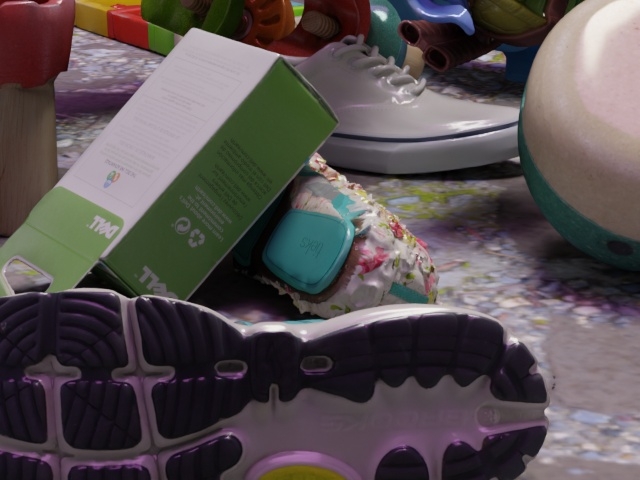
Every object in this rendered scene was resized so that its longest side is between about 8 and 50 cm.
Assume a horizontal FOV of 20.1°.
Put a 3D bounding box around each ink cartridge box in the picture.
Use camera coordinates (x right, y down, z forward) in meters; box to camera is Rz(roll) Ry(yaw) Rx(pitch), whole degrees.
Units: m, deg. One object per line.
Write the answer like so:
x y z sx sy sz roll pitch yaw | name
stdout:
-0.097 -0.021 1.040 0.209 0.062 0.109 -50 33 -10 | ink cartridge box

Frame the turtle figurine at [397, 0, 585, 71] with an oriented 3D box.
0.184 -0.213 1.188 0.197 0.275 0.266 -6 -28 42 | turtle figurine

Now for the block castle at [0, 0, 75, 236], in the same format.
-0.411 -0.104 1.139 0.453 0.213 0.303 -12 20 -34 | block castle

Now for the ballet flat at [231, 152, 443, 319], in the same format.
0.000 0.000 1.052 0.077 0.091 0.241 26 10 -26 | ballet flat

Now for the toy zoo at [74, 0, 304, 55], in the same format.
-0.132 -0.234 1.878 0.192 0.030 0.293 -11 20 -32 | toy zoo

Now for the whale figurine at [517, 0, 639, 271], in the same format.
0.252 -0.048 1.088 0.272 0.141 0.216 11 57 0 | whale figurine

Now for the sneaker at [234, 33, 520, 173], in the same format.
0.030 -0.105 1.340 0.258 0.091 0.094 4 17 16 | sneaker

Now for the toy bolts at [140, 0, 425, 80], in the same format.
-0.003 -0.218 1.577 0.228 0.218 0.158 32 8 35 | toy bolts

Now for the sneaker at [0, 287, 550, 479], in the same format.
-0.040 0.077 0.780 0.275 0.107 0.110 3 -3 -5 | sneaker

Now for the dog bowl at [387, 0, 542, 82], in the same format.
0.109 -0.232 1.624 0.297 0.166 0.074 14 62 40 | dog bowl
